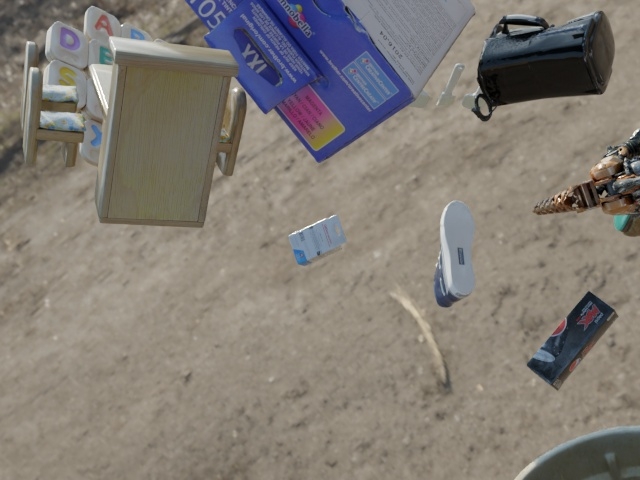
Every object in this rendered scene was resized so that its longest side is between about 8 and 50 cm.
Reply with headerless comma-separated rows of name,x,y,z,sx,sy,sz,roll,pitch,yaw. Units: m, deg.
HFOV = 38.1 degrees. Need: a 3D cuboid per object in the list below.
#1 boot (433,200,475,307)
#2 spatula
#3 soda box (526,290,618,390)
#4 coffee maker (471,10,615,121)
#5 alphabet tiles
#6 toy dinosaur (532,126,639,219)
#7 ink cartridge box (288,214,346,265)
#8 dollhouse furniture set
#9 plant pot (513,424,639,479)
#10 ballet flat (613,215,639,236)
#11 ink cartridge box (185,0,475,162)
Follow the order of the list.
boot,0.237,0.026,1.705,0.086,0.069,0.190,133,145,-59
spatula,0.240,-0.286,1.740,0.242,0.168,0.019,91,-172,-81
soda box,0.431,0.171,1.586,0.060,0.053,0.169,40,92,31
coffee maker,0.341,-0.258,1.403,0.178,0.120,0.171,-1,71,39
alphabet tiles,-0.262,-0.204,1.333,0.021,0.284,0.278,-34,49,37
toy dinosaur,0.519,-0.108,1.577,0.322,0.164,0.218,7,15,33
ink cartridge box,0.000,0.000,1.381,0.083,0.028,0.048,-24,73,16
dollhouse furniture set,-0.173,-0.143,0.909,0.212,0.161,0.242,2,30,-23
plant pot,0.425,0.467,1.205,0.334,0.305,0.334,-19,25,9
ballet flat,0.721,-0.146,1.924,0.124,0.342,0.116,7,35,-3
ink cartridge box,0.007,-0.272,1.043,0.151,0.270,0.395,-33,13,31
